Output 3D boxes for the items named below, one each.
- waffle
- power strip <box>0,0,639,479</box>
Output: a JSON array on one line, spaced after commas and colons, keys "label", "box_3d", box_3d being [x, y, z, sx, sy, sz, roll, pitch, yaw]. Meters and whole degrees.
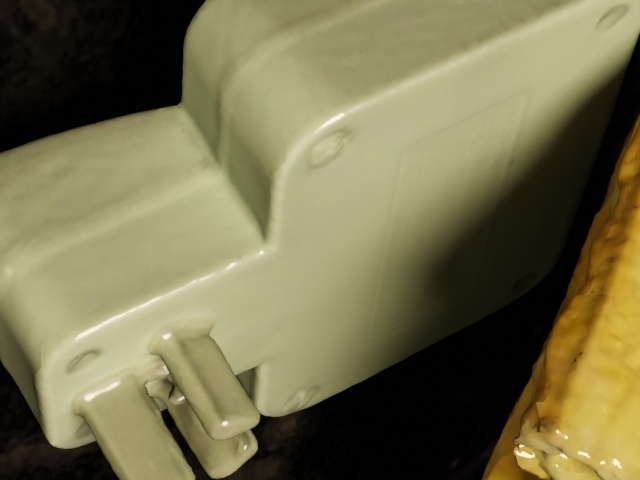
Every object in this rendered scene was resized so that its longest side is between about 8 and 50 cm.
[{"label": "waffle", "box_3d": [0.131, 0.041, 0.741, 0.348, 0.077, 0.304, 96, 18, -60]}, {"label": "power strip", "box_3d": [0.000, 0.000, 0.679, 0.261, 0.141, 0.229, -25, 154, -19]}]
